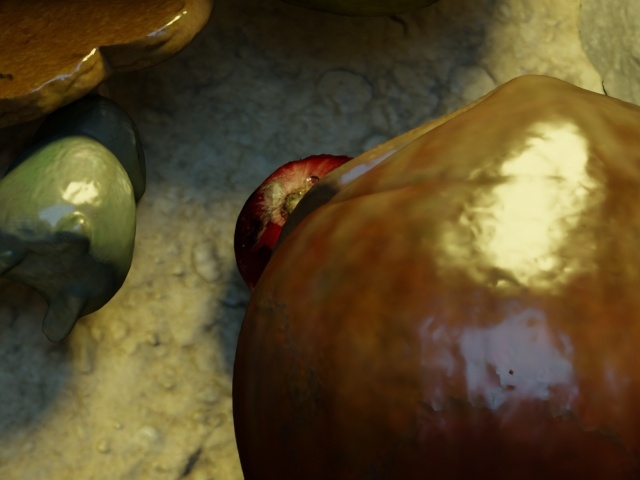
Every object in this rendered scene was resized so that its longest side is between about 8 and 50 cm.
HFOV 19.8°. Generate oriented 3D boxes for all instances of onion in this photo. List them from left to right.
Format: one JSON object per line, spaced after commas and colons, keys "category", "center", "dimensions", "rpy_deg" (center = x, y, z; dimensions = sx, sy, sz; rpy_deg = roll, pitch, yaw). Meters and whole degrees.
{"category": "onion", "center": [0.000, 0.000, 1.346], "dimensions": [0.131, 0.131, 0.131], "rpy_deg": [3, 64, -6]}

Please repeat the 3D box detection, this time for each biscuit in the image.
{"category": "biscuit", "center": [-0.211, -0.144, 1.366], "dimensions": [0.290, 0.041, 0.208], "rpy_deg": [-8, 35, 24]}

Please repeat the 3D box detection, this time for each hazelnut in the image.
{"category": "hazelnut", "center": [0.139, 0.087, 1.184], "dimensions": [0.409, 0.359, 0.359], "rpy_deg": [5, 62, -25]}

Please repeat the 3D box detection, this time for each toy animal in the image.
{"category": "toy animal", "center": [-0.176, -0.051, 1.353], "dimensions": [0.127, 0.125, 0.251], "rpy_deg": [-9, 42, 20]}

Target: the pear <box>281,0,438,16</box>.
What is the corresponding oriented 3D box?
{"category": "pear", "center": [0.026, -0.349, 1.393], "dimensions": [0.413, 0.352, 0.352], "rpy_deg": [-15, 64, -41]}
